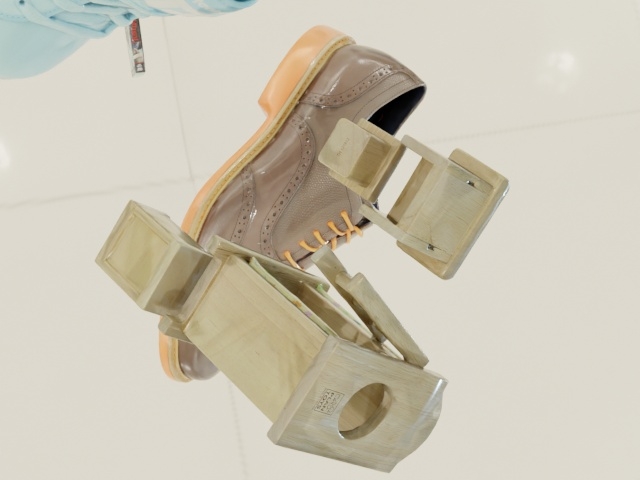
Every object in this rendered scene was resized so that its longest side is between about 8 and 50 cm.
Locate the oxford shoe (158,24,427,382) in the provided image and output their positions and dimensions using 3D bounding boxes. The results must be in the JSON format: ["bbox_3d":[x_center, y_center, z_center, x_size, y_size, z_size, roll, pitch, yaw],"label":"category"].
[{"bbox_3d":[-0.028,-0.022,1.222,0.133,0.130,0.363,25,85,22],"label":"oxford shoe"}]

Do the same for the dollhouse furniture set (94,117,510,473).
[{"bbox_3d":[0.000,0.000,0.698,0.182,0.101,0.161,39,100,42],"label":"dollhouse furniture set"}]

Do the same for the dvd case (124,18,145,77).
[{"bbox_3d":[-0.191,-0.225,1.337,0.013,0.087,0.119,-10,97,-9],"label":"dvd case"}]

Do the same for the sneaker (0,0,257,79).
[{"bbox_3d":[-0.116,-0.192,0.868,0.135,0.366,0.150,4,56,-48],"label":"sneaker"}]
